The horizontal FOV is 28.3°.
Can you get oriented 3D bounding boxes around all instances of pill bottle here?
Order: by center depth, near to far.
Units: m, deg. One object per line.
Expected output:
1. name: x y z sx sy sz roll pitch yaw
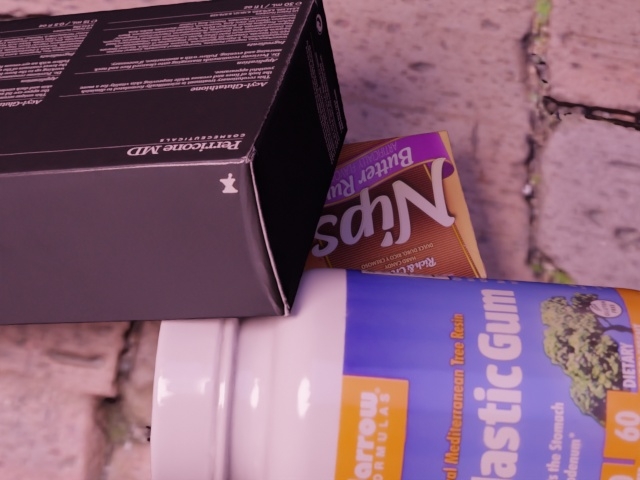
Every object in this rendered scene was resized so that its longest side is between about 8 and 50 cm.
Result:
1. pill bottle: 0.049 0.093 0.690 0.271 0.152 0.152 4 62 -2

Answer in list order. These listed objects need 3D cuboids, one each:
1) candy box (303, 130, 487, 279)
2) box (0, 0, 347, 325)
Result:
1. candy box: 0.000 0.000 0.792 0.186 0.053 0.109 -8 63 -6
2. box: -0.132 -0.046 0.707 0.261 0.103 0.184 -2 33 15
